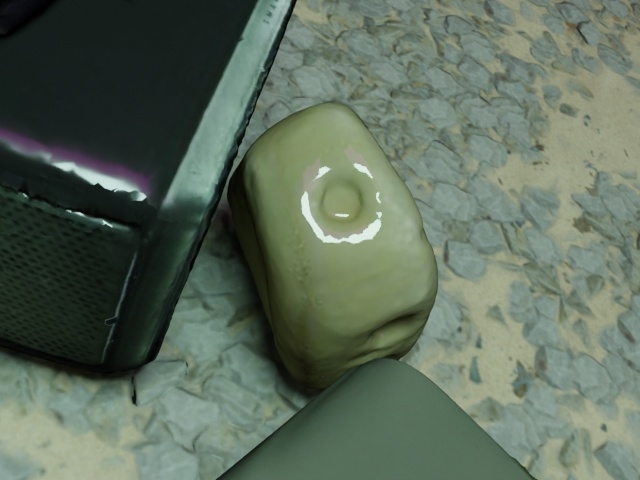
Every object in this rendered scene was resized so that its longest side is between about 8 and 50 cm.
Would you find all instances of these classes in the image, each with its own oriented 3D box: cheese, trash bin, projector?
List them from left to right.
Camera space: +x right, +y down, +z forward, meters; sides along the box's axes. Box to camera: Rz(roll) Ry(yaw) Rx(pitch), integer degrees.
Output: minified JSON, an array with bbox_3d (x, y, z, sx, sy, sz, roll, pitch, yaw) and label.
[{"bbox_3d":[-0.244,-0.156,0.629,0.405,0.242,0.395,22,52,-8],"label":"projector"},{"bbox_3d":[-0.004,0.214,0.502,0.219,0.220,0.250,45,42,9],"label":"trash bin"},{"bbox_3d":[0.000,0.000,0.657,0.117,0.235,0.218,-17,38,-12],"label":"cheese"}]

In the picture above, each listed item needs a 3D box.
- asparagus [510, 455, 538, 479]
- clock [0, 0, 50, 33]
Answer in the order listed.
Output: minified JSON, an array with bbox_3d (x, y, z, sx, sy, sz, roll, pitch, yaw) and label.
[{"bbox_3d":[0.228,0.250,0.666,0.343,0.082,0.085,26,13,-7],"label":"asparagus"},{"bbox_3d":[-0.248,-0.163,0.423,0.186,0.083,0.253,32,51,2],"label":"clock"}]
